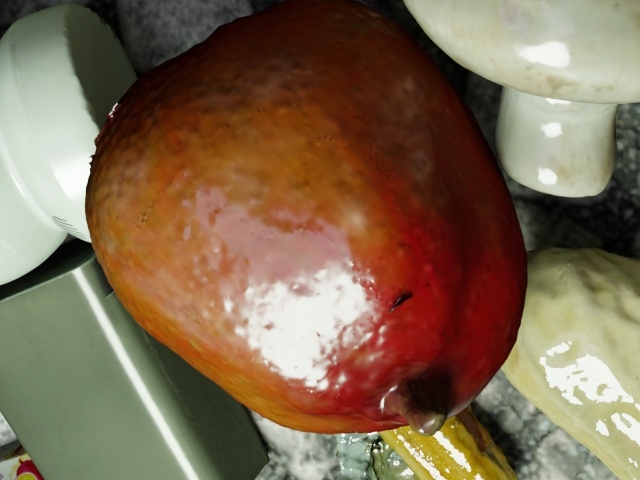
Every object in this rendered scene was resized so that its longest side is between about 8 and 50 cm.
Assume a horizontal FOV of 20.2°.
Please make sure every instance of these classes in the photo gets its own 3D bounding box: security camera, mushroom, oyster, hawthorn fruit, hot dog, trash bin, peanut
[{"bbox_3d":[-0.250,-0.056,1.370,0.236,0.194,0.194,-23,101,12],"label":"security camera"},{"bbox_3d":[0.161,-0.144,1.173,0.243,0.243,0.243,8,113,19],"label":"mushroom"},{"bbox_3d":[0.066,0.186,1.464,0.098,0.037,0.100,-16,84,8],"label":"oyster"},{"bbox_3d":[0.000,-0.013,1.227,0.311,0.295,0.295,40,120,2],"label":"hawthorn fruit"},{"bbox_3d":[0.050,0.106,1.413,0.088,0.061,0.286,-33,94,30],"label":"hot dog"},{"bbox_3d":[-0.172,0.122,1.480,0.164,0.122,0.240,-21,104,28],"label":"trash bin"},{"bbox_3d":[0.255,0.117,1.293,0.313,0.152,0.152,44,120,1],"label":"peanut"}]

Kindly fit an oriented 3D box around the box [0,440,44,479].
[{"bbox_3d":[-0.314,0.226,1.622,0.207,0.041,0.050,-20,105,28],"label":"box"}]

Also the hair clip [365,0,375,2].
[{"bbox_3d":[-0.026,-0.260,1.306,0.062,0.056,0.214,-39,102,13],"label":"hair clip"}]
